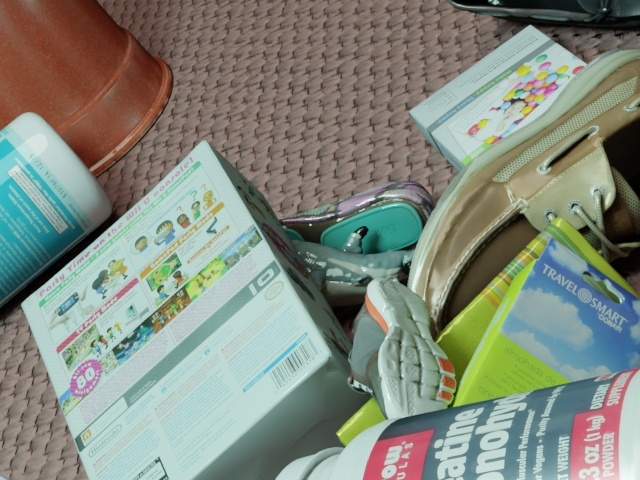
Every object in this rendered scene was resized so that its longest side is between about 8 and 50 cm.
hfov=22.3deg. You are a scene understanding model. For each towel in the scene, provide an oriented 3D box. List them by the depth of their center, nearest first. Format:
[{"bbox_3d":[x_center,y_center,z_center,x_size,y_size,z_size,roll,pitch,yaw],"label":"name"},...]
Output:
[{"bbox_3d":[0.128,0.095,1.182,0.237,0.102,0.021,-43,0,-12],"label":"towel"}]

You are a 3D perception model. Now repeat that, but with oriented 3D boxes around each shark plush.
[{"bbox_3d":[0.030,0.016,1.388,0.161,0.073,0.067,-15,64,21],"label":"shark plush"}]

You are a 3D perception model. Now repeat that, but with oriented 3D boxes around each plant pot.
[{"bbox_3d":[-0.358,-0.222,1.899,0.272,0.265,0.272,-24,33,17],"label":"plant pot"}]

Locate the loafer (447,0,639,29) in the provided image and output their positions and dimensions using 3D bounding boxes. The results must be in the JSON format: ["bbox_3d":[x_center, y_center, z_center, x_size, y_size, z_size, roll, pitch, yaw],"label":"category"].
[{"bbox_3d":[0.237,-0.240,1.496,0.095,0.109,0.302,-15,10,-35],"label":"loafer"}]

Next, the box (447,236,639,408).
[{"bbox_3d":[0.160,0.097,1.131,0.178,0.109,0.042,-58,5,-33],"label":"box"}]

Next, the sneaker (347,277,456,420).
[{"bbox_3d":[0.050,0.092,1.132,0.065,0.061,0.158,-56,18,25],"label":"sneaker"}]

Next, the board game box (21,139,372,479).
[{"bbox_3d":[-0.102,0.091,1.316,0.224,0.097,0.303,-41,42,8],"label":"board game box"}]

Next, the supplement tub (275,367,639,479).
[{"bbox_3d":[0.119,0.188,0.969,0.272,0.191,0.191,-16,36,28],"label":"supplement tub"}]

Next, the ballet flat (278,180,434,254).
[{"bbox_3d":[0.000,0.000,1.461,0.222,0.077,0.079,-19,16,15],"label":"ballet flat"}]

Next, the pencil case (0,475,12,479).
[{"bbox_3d":[-0.270,0.275,1.317,0.086,0.088,0.206,-31,31,2],"label":"pencil case"}]

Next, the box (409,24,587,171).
[{"bbox_3d":[0.178,-0.113,1.466,0.145,0.038,0.186,-36,32,-1],"label":"box"}]

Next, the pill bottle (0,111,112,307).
[{"bbox_3d":[-0.362,-0.004,1.722,0.264,0.146,0.146,-40,32,-9],"label":"pill bottle"}]

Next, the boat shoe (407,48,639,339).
[{"bbox_3d":[0.195,-0.031,1.265,0.324,0.123,0.116,-48,36,-17],"label":"boat shoe"}]
